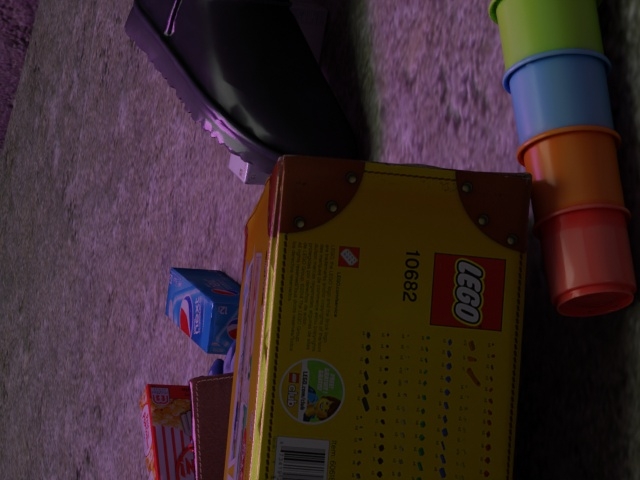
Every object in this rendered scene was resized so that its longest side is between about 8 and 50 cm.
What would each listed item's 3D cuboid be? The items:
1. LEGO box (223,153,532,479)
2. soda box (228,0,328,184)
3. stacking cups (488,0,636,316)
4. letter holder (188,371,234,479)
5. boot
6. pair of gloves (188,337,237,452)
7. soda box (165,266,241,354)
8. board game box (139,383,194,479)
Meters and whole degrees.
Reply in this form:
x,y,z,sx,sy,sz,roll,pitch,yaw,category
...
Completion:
x,y,z,sx,sy,sz,roll,pitch,yaw,category
0.023,0.210,1.351,0.372,0.193,0.500,130,145,-81,LEGO box
-0.050,-0.174,1.956,0.074,0.069,0.216,-138,56,-64,soda box
0.188,-0.098,1.288,0.096,0.096,0.316,137,129,-61,stacking cups
-0.001,0.283,1.652,0.152,0.214,0.302,61,-158,-66,letter holder
-0.016,-0.327,1.757,0.367,0.146,0.445,43,118,31,boot
-0.073,0.175,1.901,0.198,0.023,0.159,-2,60,51,pair of gloves
-0.135,0.088,2.125,0.210,0.071,0.067,-151,68,-68,soda box
-0.128,0.263,1.964,0.045,0.147,0.193,118,148,-48,board game box
